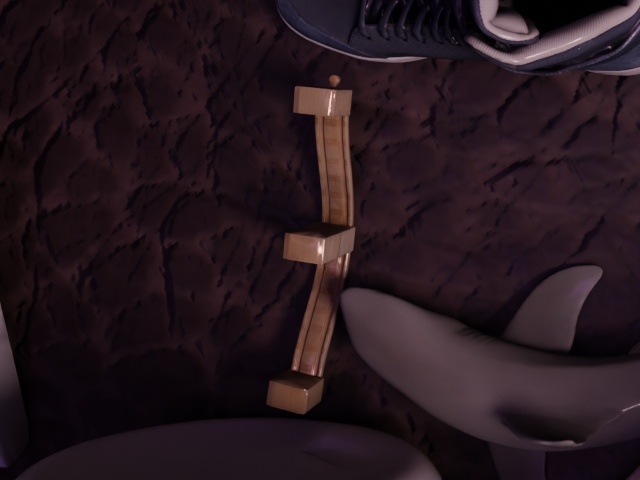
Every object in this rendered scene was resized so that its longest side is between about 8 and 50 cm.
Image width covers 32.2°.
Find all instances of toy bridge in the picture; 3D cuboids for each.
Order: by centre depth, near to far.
[{"bbox_3d":[0.000,0.000,0.634,0.026,0.063,0.188,9,100,19],"label":"toy bridge"}]

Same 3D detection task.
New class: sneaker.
[{"bbox_3d":[0.060,-0.129,0.551,0.226,0.163,0.086,8,99,20],"label":"sneaker"}]

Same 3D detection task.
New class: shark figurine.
[{"bbox_3d":[0.150,0.067,0.563,0.278,0.116,0.166,-20,90,21],"label":"shark figurine"}]

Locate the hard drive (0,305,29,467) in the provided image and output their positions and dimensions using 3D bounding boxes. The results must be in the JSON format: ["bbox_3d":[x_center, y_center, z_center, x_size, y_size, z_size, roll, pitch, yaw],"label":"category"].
[{"bbox_3d":[-0.384,0.043,0.731,0.353,0.047,0.233,-3,110,13],"label":"hard drive"}]

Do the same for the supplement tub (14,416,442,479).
[{"bbox_3d":[-0.044,0.275,0.582,0.235,0.235,0.324,-1,94,19],"label":"supplement tub"}]

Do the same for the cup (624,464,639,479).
[{"bbox_3d":[0.257,0.236,0.455,0.237,0.331,0.331,41,107,-8],"label":"cup"}]
